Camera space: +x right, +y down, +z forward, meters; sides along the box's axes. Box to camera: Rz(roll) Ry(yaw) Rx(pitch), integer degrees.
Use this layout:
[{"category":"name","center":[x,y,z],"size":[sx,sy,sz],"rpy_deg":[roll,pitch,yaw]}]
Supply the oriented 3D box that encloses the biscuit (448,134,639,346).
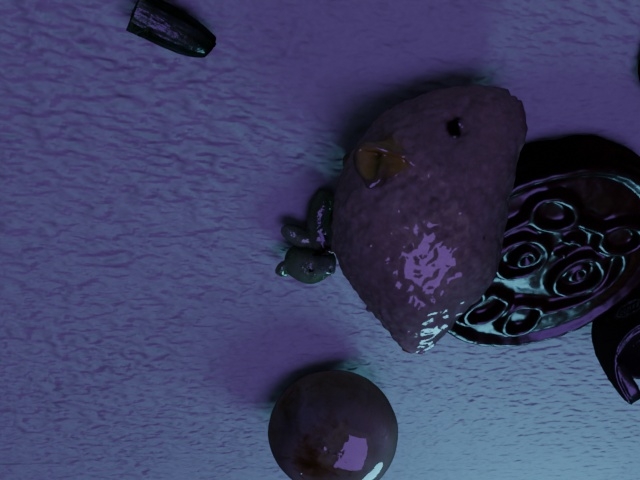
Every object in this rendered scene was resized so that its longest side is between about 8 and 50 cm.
[{"category":"biscuit","center":[0.338,0.023,1.221],"size":[0.407,0.091,0.408],"rpy_deg":[-8,135,-9]}]

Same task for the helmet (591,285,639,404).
[{"category":"helmet","center":[0.561,0.166,1.344],"size":[0.189,0.193,0.216],"rpy_deg":[-31,143,17]}]

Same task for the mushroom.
[{"category":"mushroom","center":[0.022,0.331,1.374],"size":[0.226,0.178,0.227],"rpy_deg":[0,102,-1]}]

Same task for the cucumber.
[{"category":"cucumber","center":[-0.160,-0.229,0.865],"size":[0.105,0.048,0.048],"rpy_deg":[23,123,-32]}]

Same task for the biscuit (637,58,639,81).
[{"category":"biscuit","center":[0.512,-0.251,1.042],"size":[0.191,0.049,0.192],"rpy_deg":[-6,131,-7]}]

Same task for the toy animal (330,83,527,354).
[{"category":"toy animal","center":[0.124,-0.028,1.019],"size":[0.226,0.188,0.359],"rpy_deg":[8,96,-10]}]

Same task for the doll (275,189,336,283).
[{"category":"doll","center":[0.000,0.000,1.118],"size":[0.115,0.077,0.150],"rpy_deg":[3,121,-33]}]
